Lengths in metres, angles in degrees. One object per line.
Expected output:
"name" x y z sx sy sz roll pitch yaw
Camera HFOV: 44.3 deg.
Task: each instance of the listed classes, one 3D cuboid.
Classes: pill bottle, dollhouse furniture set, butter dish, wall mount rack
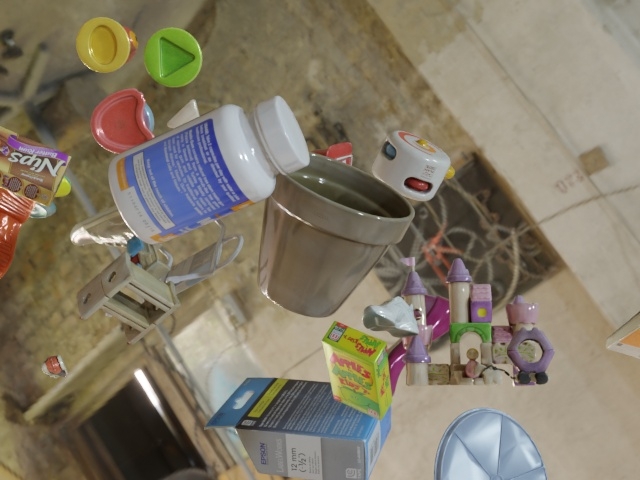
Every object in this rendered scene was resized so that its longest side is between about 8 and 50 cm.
"pill bottle" -0.161 -0.109 1.168 0.272 0.152 0.152 -21 172 12
"dollhouse furniture set" -0.366 0.071 1.458 0.129 0.183 0.129 -39 134 10
"butter dish" 0.000 -0.159 1.880 0.160 0.118 0.160 -25 125 -63
"wall mount rack" -0.363 0.074 1.923 0.350 0.130 0.304 -28 -150 28

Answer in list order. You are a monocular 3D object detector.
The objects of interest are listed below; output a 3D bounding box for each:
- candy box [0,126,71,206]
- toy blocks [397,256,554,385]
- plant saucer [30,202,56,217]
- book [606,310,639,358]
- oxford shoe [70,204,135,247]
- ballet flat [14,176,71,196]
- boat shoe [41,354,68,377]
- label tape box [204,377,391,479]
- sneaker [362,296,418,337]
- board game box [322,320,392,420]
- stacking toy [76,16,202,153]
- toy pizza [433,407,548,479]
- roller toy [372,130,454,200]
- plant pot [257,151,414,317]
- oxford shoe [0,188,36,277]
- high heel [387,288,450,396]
"candy box" -0.590 -0.150 1.514 0.053 0.187 0.109 -52 -158 41
"toy blocks" 0.295 0.156 1.554 0.288 0.260 0.309 -1 169 10
"plant saucer" -0.754 -0.090 2.054 0.119 0.021 0.119 7 150 4
"book" 0.601 0.179 1.439 0.144 0.096 0.035 107 1 -61
"oxford shoe" -0.567 -0.033 2.259 0.449 0.130 0.169 -17 -178 38
"ballet flat" -0.656 -0.132 1.690 0.077 0.231 0.077 -65 174 -51
"boat shoe" -0.564 0.270 1.668 0.043 0.049 0.137 -24 174 -18
"label tape box" -0.040 0.404 1.705 0.348 0.115 0.249 0 -165 17
"sneaker" 0.114 0.123 1.322 0.054 0.061 0.152 -13 158 30
"board game box" 0.061 0.210 1.254 0.043 0.092 0.181 -54 151 -31
"stacking toy" -0.401 -0.361 1.831 0.279 0.309 0.130 -2 -167 1
"toy pizza" 0.222 0.322 1.033 0.201 0.201 0.032 -26 178 -38
"roller toy" 0.255 -0.211 2.168 0.191 0.209 0.146 -25 145 -62
"plant pot" 0.000 0.000 1.667 0.323 0.323 0.280 -15 131 -61
"oxford shoe" -0.805 0.000 1.886 0.133 0.130 0.363 -4 -126 48
"high heel" 0.239 0.314 2.009 0.127 0.181 0.377 145 -32 -81
